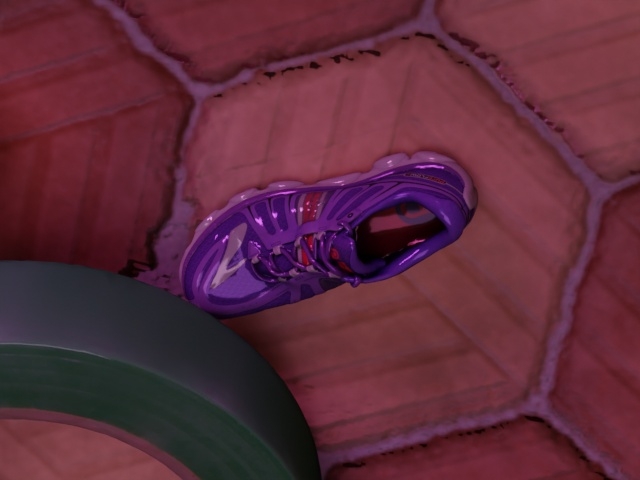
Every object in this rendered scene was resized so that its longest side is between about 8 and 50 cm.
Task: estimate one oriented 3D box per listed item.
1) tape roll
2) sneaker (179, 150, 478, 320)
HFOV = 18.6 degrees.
[{"bbox_3d":[-0.158,0.162,1.069,0.321,0.077,0.321,0,124,0],"label":"tape roll"},{"bbox_3d":[0.000,0.000,1.033,0.170,0.071,0.068,-22,106,15],"label":"sneaker"}]
